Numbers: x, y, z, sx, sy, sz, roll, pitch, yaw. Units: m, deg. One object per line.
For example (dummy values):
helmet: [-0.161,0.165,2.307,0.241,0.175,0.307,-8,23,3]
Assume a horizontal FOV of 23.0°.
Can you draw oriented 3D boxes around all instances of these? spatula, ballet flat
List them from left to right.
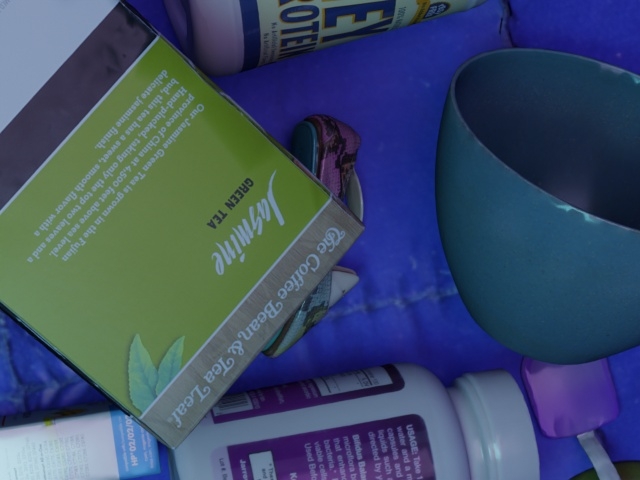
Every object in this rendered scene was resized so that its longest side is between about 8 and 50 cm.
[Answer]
ballet flat: [0.000,0.000,1.399,0.079,0.077,0.221,12,87,-29]
spatula: [0.263,0.224,1.427,0.084,0.030,0.296,-16,69,-9]

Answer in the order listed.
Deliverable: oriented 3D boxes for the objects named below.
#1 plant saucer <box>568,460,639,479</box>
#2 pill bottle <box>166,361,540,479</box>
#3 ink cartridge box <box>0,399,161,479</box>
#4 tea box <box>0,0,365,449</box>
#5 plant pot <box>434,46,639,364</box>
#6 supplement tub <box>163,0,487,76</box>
plant saucer: [0.295,0.327,1.459,0.241,0.037,0.241,0,89,-11]
pill bottle: [0.026,0.197,1.347,0.301,0.169,0.169,-9,91,-9]
ink cartridge box: [-0.232,0.177,1.333,0.181,0.104,0.062,-8,90,-10]
tea box: [-0.186,-0.041,1.220,0.323,0.329,0.220,43,82,-13]
plant pot: [0.218,-0.008,1.353,0.290,0.290,0.195,14,122,-10]
supplement tub: [0.021,-0.286,1.318,0.324,0.235,0.235,-16,92,-9]
